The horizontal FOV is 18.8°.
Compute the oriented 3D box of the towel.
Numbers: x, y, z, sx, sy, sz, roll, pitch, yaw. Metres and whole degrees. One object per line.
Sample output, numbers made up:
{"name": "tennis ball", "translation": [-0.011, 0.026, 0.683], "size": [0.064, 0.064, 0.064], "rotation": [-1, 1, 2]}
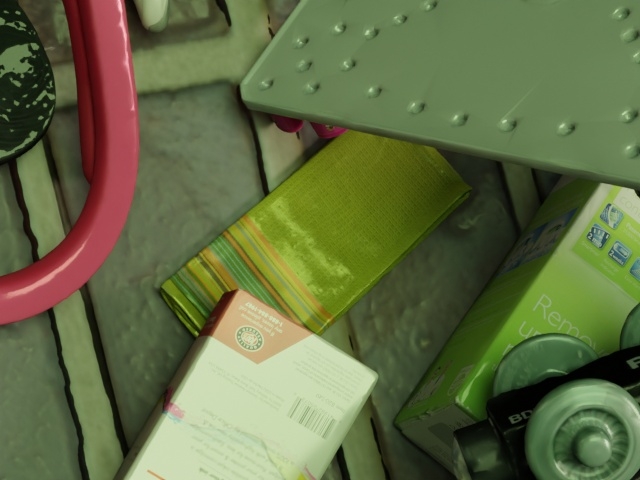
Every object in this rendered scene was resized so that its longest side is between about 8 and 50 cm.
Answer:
{"name": "towel", "translation": [0.000, 0.000, 1.385], "size": [0.237, 0.021, 0.102], "rotation": [-42, 93, -23]}

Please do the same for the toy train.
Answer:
{"name": "toy train", "translation": [0.255, 0.129, 1.225], "size": [0.334, 0.142, 0.190], "rotation": [-20, 106, -2]}

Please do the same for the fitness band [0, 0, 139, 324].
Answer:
{"name": "fitness band", "translation": [-0.222, -0.086, 1.249], "size": [0.209, 0.054, 0.291], "rotation": [-15, 111, -28]}

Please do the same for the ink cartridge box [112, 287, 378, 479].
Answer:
{"name": "ink cartridge box", "translation": [-0.063, 0.145, 1.290], "size": [0.115, 0.067, 0.198], "rotation": [33, 79, -8]}

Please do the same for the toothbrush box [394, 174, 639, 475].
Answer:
{"name": "toothbrush box", "translation": [0.223, 0.078, 1.389], "size": [0.206, 0.122, 0.283], "rotation": [40, 66, -7]}

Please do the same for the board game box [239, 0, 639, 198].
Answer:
{"name": "board game box", "translation": [0.190, -0.198, 1.337], "size": [0.390, 0.390, 0.050], "rotation": [-55, 136, -22]}

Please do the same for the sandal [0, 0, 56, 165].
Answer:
{"name": "sandal", "translation": [-0.357, -0.211, 1.264], "size": [0.446, 0.107, 0.167], "rotation": [44, 69, -7]}

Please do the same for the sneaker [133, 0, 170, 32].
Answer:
{"name": "sneaker", "translation": [-0.144, -0.215, 1.377], "size": [0.061, 0.054, 0.152], "rotation": [-14, 75, -13]}
